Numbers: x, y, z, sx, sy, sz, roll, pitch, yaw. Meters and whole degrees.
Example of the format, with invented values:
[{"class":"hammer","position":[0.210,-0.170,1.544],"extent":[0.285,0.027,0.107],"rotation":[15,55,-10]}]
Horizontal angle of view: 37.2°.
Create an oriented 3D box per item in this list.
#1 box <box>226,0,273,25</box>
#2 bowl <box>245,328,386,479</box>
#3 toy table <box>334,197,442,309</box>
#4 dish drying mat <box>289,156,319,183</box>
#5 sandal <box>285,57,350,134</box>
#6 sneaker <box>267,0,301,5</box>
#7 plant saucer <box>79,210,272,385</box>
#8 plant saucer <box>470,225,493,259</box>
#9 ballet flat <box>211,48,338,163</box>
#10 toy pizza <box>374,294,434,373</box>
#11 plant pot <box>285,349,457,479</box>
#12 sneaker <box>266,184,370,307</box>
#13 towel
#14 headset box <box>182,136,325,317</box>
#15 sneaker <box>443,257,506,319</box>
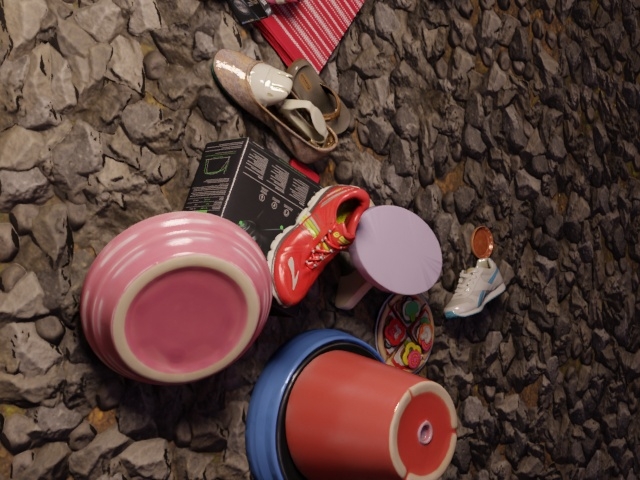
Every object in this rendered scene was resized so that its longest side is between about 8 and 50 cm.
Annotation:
[{"class":"box","position":[-0.138,-0.452,1.825],"extent":[0.018,0.083,0.067],"rotation":[-52,122,-32]},{"class":"bowl","position":[0.019,0.379,1.956],"extent":[0.391,0.077,0.391],"rotation":[1,89,-43]},{"class":"toy table","position":[0.112,0.020,1.996],"extent":[0.274,0.161,0.252],"rotation":[35,65,-38]},{"class":"dish drying mat","position":[-0.034,-0.139,1.966],"extent":[0.083,0.008,0.032],"rotation":[33,65,-37]},{"class":"sandal","position":[0.005,-0.287,1.947],"extent":[0.090,0.060,0.219],"rotation":[-52,139,-14]},{"class":"sneaker","position":[-0.097,-0.603,1.857],"extent":[0.121,0.112,0.299],"rotation":[46,40,-68]},{"class":"plant saucer","position":[-0.233,0.115,1.606],"extent":[0.332,0.084,0.332],"rotation":[-10,120,-18]},{"class":"plant saucer","position":[0.400,0.006,2.368],"extent":[0.083,0.013,0.084],"rotation":[2,87,-44]},{"class":"ballet flat","position":[-0.075,-0.272,1.863],"extent":[0.316,0.106,0.108],"rotation":[40,56,-35]},{"class":"toy pizza","position":[0.199,0.210,2.160],"extent":[0.201,0.032,0.201],"rotation":[2,88,-43]},{"class":"plant pot","position":[0.111,0.355,1.825],"extent":[0.275,0.243,0.275],"rotation":[2,88,-44]},{"class":"sneaker","position":[0.000,0.000,1.739],"extent":[0.107,0.118,0.279],"rotation":[49,58,-32]},{"class":"towel","position":[-0.022,-0.482,1.972],"extent":[0.199,0.031,0.275],"rotation":[48,58,-32]},{"class":"headset box","position":[-0.131,-0.010,1.786],"extent":[0.246,0.131,0.283],"rotation":[30,69,-39]},{"class":"sneaker","position":[0.357,0.120,2.284],"extent":[0.228,0.087,0.092],"rotation":[-33,105,-46]}]
